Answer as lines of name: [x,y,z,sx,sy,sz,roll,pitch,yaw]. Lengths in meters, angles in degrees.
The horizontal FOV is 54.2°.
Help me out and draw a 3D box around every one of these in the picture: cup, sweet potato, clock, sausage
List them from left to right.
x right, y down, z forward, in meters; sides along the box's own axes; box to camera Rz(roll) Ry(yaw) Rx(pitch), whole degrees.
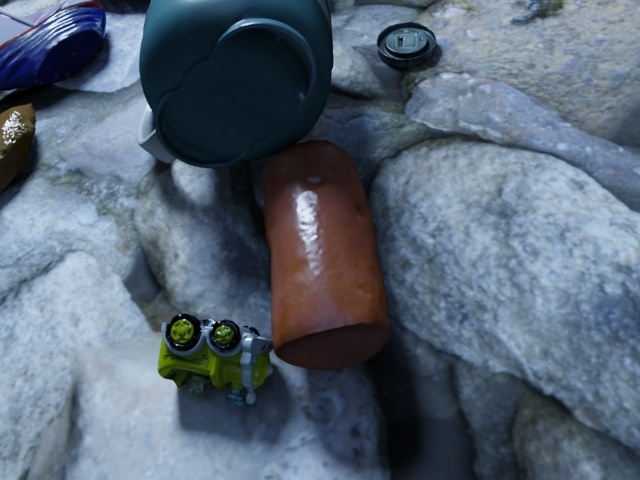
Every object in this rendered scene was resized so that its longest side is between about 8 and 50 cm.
sweet potato: [-0.413,-0.104,0.805,0.068,0.060,0.205,-14,56,41]
cup: [-0.117,-0.214,0.747,0.290,0.219,0.257,-35,36,28]
sausage: [0.000,0.000,0.639,0.114,0.113,0.259,-8,52,2]
clock: [0.121,-0.276,0.882,0.085,0.017,0.085,-4,54,5]

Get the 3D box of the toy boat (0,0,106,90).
toy boat: [-0.481,-0.307,0.961,0.318,0.072,0.219,9,52,18]

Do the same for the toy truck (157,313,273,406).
toy truck: [-0.097,0.114,0.596,0.111,0.076,0.077,7,79,16]
